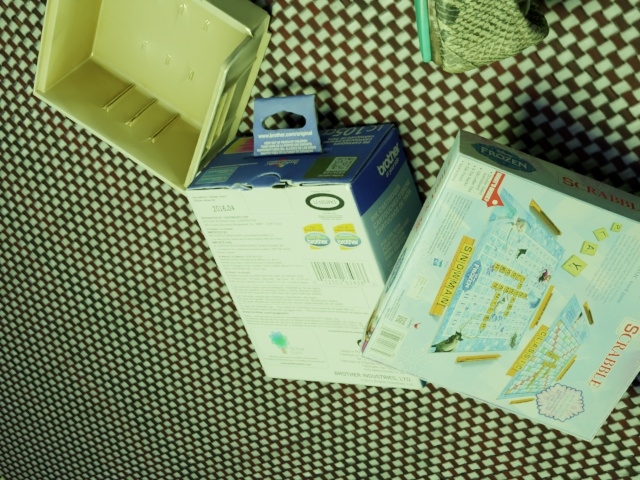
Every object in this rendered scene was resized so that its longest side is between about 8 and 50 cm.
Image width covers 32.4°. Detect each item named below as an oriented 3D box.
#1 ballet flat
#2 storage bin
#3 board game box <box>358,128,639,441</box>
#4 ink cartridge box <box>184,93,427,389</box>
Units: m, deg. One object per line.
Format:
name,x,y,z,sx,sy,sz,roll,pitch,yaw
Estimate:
ballet flat,0.138,-0.372,1.027,0.182,0.164,0.483,-12,133,10
storage bin,-0.223,-0.243,1.451,0.262,0.123,0.260,34,138,7
board game box,0.248,0.063,1.309,0.318,0.066,0.319,21,124,-4
ink cartridge box,0.000,0.000,1.480,0.270,0.151,0.396,0,126,34
